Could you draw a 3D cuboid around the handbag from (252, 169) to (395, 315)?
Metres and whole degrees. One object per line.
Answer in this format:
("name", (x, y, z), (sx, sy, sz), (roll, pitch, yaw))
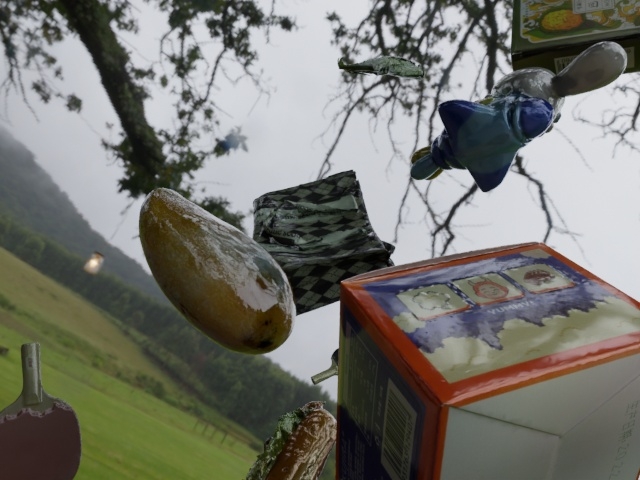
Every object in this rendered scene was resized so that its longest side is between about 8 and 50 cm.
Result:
("handbag", (0.000, 0.000, 1.413), (0.416, 0.317, 0.180), (-100, 174, -62))

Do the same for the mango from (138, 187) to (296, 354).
("mango", (-0.162, 0.037, 0.891), (0.316, 0.146, 0.193), (50, 16, 10))

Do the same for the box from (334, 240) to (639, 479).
("box", (0.202, 0.221, 0.751), (0.257, 0.319, 0.348), (-133, -143, -55))

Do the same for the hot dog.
("hot dog", (-0.069, 0.374, 0.902), (0.100, 0.337, 0.135), (34, -51, 3))

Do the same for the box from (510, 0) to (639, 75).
("box", (0.676, -0.594, 1.465), (0.373, 0.420, 0.138), (-1, -29, 25))

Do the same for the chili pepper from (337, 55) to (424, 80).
("chili pepper", (0.200, -0.540, 1.830), (0.076, 0.359, 0.085), (-43, -112, 40))

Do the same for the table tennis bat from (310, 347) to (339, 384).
("table tennis bat", (0.050, 0.266, 1.256), (0.087, 0.157, 0.013), (54, -27, 33))

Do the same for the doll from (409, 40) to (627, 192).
("doll", (0.368, -0.230, 1.189), (0.187, 0.366, 0.376), (53, -11, 14))

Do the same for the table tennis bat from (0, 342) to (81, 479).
("table tennis bat", (-0.439, 0.275, 0.904), (0.131, 0.234, 0.022), (-7, -15, -17))
